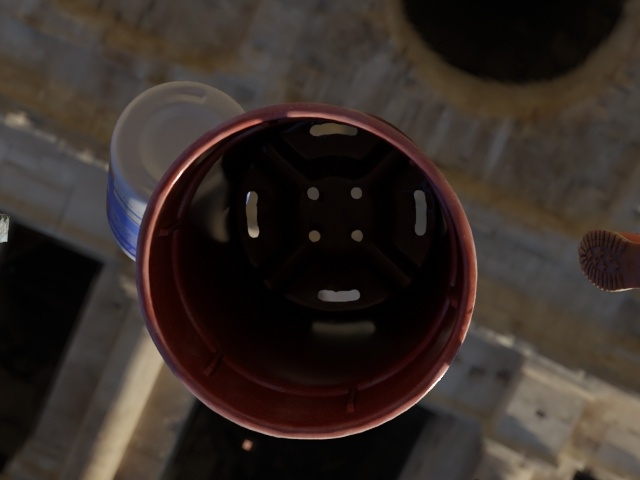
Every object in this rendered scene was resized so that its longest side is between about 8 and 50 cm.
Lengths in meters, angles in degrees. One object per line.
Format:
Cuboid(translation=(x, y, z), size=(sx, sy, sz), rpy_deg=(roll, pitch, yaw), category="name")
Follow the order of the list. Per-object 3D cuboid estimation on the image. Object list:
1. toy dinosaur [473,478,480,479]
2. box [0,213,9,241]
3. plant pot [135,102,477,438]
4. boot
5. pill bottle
Cuboid(translation=(0.047, 0.236, 1.203), size=(0.268, 0.064, 0.118), rpy_deg=(-17, -136, -34), category="toy dinosaur")
Cuboid(translation=(-0.343, -0.017, 1.511), size=(0.137, 0.027, 0.094), rpy_deg=(6, -179, -4), category="box")
Cuboid(translation=(0.000, 0.000, 1.504), size=(0.272, 0.272, 0.265), rpy_deg=(25, -167, 0), category="plant pot")
Cuboid(translation=(0.324, 0.020, 1.710), size=(0.084, 0.059, 0.158), rpy_deg=(-6, -170, -36), category="boot")
Cuboid(translation=(-0.153, -0.052, 1.867), size=(0.152, 0.152, 0.272), rpy_deg=(24, 160, -1), category="pill bottle")
